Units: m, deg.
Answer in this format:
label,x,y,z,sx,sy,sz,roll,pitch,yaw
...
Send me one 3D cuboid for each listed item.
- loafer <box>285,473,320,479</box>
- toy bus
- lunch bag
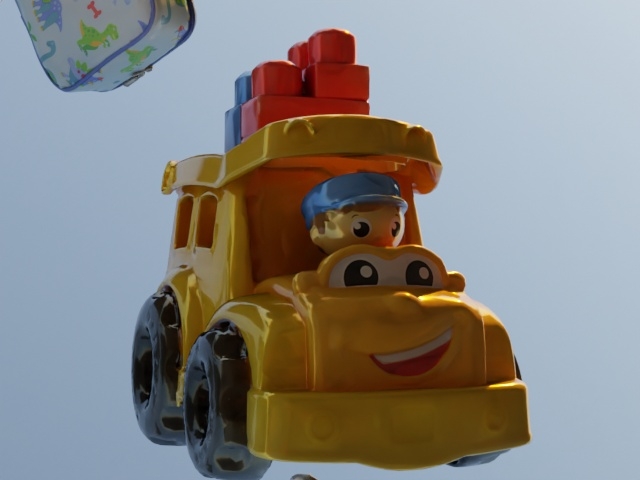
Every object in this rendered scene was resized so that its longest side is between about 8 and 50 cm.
label,x,y,z,sx,sy,sz,roll,pitch,yaw
loafer,0.016,0.292,1.052,0.087,0.094,0.251,-48,-43,-31
toy bus,0.000,0.000,0.550,0.149,0.220,0.212,2,-90,-21
lunch bag,-0.230,-0.273,1.175,0.090,0.176,0.219,-9,-107,-58
